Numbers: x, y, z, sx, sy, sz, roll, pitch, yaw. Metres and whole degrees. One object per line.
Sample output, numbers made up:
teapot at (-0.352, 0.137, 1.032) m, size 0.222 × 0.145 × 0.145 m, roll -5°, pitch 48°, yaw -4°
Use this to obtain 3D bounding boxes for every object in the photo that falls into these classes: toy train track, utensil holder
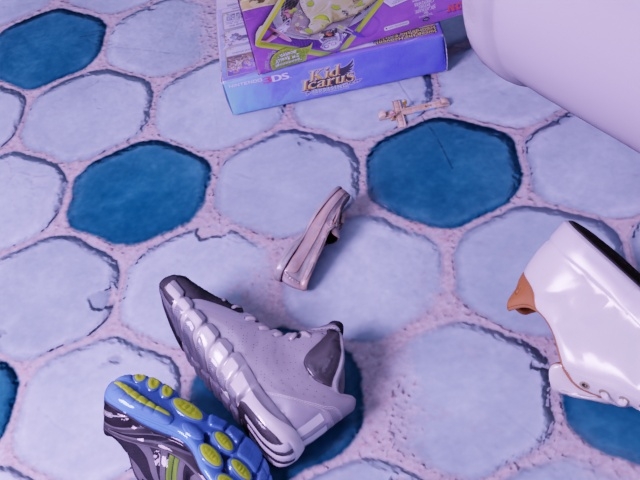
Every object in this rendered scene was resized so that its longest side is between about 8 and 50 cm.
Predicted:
toy train track at (0.107, -0.155, 1.232) m, size 0.083 × 0.014 × 0.048 m, roll -12°, pitch 47°, yaw 2°
utensil holder at (0.383, -0.218, 1.019) m, size 0.327 × 0.328 × 0.385 m, roll -35°, pitch 53°, yaw -18°

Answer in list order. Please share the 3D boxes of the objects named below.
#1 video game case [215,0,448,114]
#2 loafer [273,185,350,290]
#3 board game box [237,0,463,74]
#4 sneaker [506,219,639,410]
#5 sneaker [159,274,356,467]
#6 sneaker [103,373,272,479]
video game case at (0.005, -0.281, 1.337) m, size 0.269 × 0.061 × 0.244 m, roll -11°, pitch 47°, yaw 3°
loafer at (0.000, 0.000, 1.104) m, size 0.039 × 0.045 × 0.125 m, roll 30°, pitch 67°, yaw 14°
board game box at (0.072, -0.317, 1.172) m, size 0.346 × 0.208 × 0.056 m, roll -17°, pitch 47°, yaw -2°
sneaker at (0.279, 0.119, 0.911) m, size 0.123 × 0.106 × 0.290 m, roll -51°, pitch 58°, yaw 15°
sneaker at (-0.049, 0.098, 1.005) m, size 0.132 × 0.086 × 0.229 m, roll -29°, pitch 59°, yaw -20°
sneaker at (-0.118, 0.192, 0.942) m, size 0.188 × 0.078 × 0.067 m, roll 33°, pitch 33°, yaw 18°
